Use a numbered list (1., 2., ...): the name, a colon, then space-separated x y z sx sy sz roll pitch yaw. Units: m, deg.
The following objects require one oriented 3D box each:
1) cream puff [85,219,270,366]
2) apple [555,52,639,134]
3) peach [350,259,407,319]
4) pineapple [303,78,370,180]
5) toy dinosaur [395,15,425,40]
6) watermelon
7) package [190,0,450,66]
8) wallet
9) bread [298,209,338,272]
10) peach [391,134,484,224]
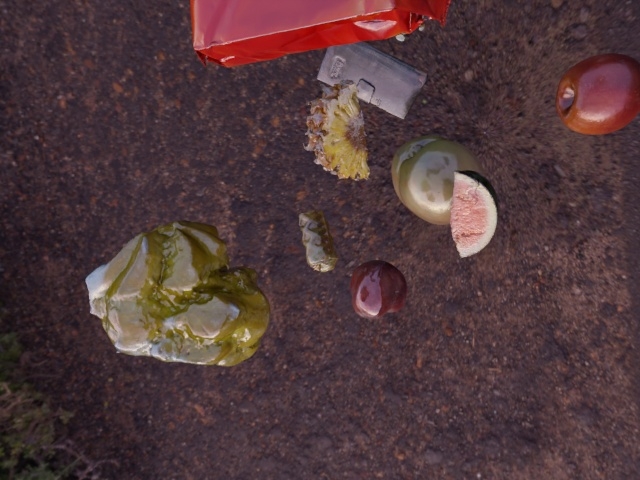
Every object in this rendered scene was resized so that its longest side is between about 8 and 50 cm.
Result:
1. cream puff: -0.275 0.100 1.054 0.378 0.378 0.276 11 85 16
2. apple: 0.783 -0.407 1.411 0.201 0.218 0.218 -3 101 -1
3. peach: 0.146 0.120 1.277 0.152 0.152 0.152 4 103 17
4. pineapple: 0.025 -0.217 1.077 0.079 0.135 0.233 36 147 52
5. toy dinosaur: 0.206 -0.581 1.305 0.212 0.142 0.057 18 150 32
6. watermelon: 0.382 -0.068 1.253 0.119 0.063 0.245 -4 122 14
7. package: -0.018 -0.387 0.751 0.423 0.123 0.196 -2 93 19
8. wallet: 0.158 -0.510 1.564 0.317 0.044 0.169 25 129 -5
9. bread: 0.000 0.000 1.837 0.088 0.128 0.232 -35 59 45
10. peach: 0.348 -0.174 1.508 0.247 0.292 0.292 -37 88 -18
